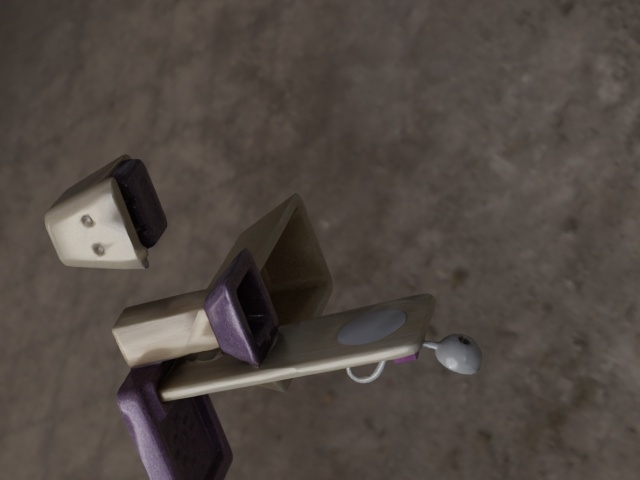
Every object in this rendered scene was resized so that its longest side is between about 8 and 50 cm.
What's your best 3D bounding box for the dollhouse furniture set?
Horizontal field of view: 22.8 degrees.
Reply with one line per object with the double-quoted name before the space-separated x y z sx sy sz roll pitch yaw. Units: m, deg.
"dollhouse furniture set" 0.000 0.000 0.399 0.081 0.091 0.114 -13 21 19
